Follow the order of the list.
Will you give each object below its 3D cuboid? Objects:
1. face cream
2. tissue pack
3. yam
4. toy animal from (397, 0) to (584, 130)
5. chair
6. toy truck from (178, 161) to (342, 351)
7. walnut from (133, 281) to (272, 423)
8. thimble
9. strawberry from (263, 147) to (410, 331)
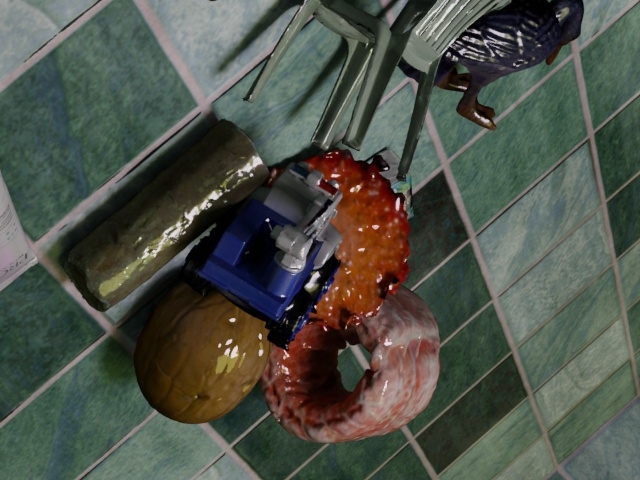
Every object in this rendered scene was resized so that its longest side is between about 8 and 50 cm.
[{"bbox_3d":[-0.347,-0.009,1.650,0.092,0.058,0.243,-38,158,-20],"label":"face cream"},{"bbox_3d":[0.085,-0.050,2.124,0.085,0.079,0.111,-34,151,-16],"label":"tissue pack"},{"bbox_3d":[-0.179,-0.026,1.804,0.259,0.093,0.093,-40,152,-6],"label":"yam"},{"bbox_3d":[0.214,-0.243,1.988,0.298,0.122,0.185,1,140,-44],"label":"toy animal"},{"bbox_3d":[0.082,-0.221,1.772,0.203,0.191,0.274,24,91,-59],"label":"chair"},{"bbox_3d":[-0.049,0.000,1.829,0.177,0.161,0.213,-61,177,33],"label":"toy truck"},{"bbox_3d":[-0.145,0.133,1.994,0.167,0.167,0.207,5,124,-55],"label":"walnut"},{"bbox_3d":[0.043,0.164,2.215,0.162,0.239,0.239,6,125,-55],"label":"thimble"},{"bbox_3d":[0.000,0.000,2.025,0.234,0.234,0.178,-38,-179,-11],"label":"strawberry"}]
